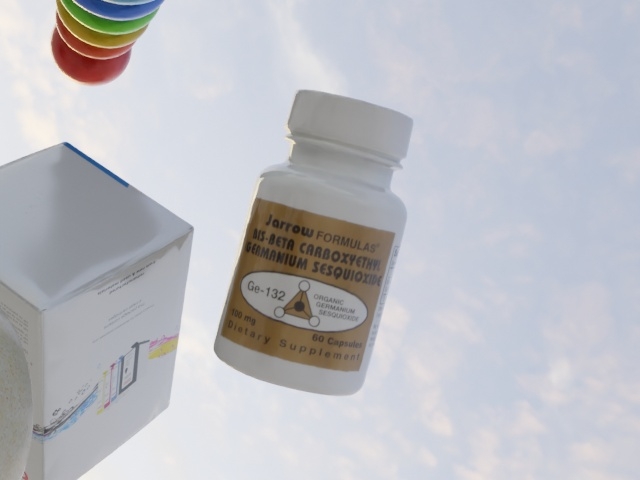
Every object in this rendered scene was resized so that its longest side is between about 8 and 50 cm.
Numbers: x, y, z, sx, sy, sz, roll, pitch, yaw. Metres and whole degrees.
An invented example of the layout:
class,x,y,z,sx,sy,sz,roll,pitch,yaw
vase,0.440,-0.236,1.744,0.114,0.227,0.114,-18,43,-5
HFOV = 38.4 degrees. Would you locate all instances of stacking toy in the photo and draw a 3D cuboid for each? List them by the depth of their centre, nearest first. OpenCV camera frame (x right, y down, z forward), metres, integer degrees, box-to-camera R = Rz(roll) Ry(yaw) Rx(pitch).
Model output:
class,x,y,z,sx,sy,sz,roll,pitch,yaw
stacking toy,-0.215,-0.249,0.913,0.141,0.141,0.330,57,-29,3

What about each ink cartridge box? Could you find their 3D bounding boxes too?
class,x,y,z,sx,sy,sz,roll,pitch,yaw
ink cartridge box,-0.238,0.070,0.818,0.171,0.168,0.233,32,-50,22

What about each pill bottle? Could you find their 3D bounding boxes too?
class,x,y,z,sx,sy,sz,roll,pitch,yaw
pill bottle,0.000,0.000,0.756,0.131,0.131,0.229,16,-87,38

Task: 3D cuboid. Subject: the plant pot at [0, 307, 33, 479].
class,x,y,z,sx,sy,sz,roll,pitch,yaw
plant pot,-0.264,0.080,0.362,0.256,0.274,0.257,-3,-96,35
